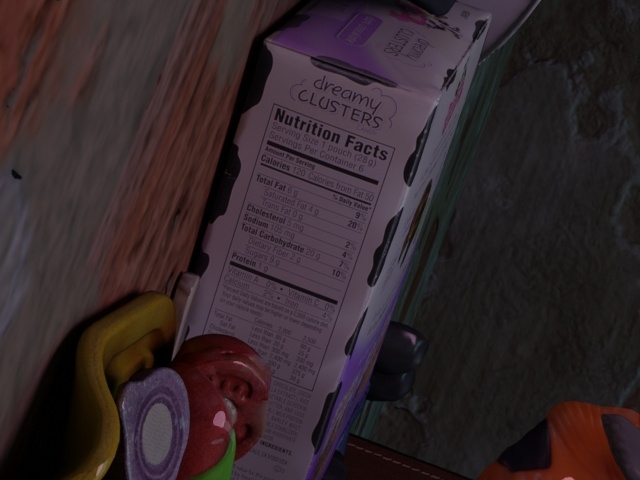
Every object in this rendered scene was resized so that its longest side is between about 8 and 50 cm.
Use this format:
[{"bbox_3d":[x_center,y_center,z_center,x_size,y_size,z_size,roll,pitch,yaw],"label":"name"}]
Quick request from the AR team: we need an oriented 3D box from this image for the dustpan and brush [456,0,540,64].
[{"bbox_3d":[0.110,-0.155,0.954,0.147,0.060,0.211,-68,-167,-23],"label":"dustpan and brush"}]

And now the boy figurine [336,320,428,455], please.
[{"bbox_3d":[-0.022,0.171,0.993,0.177,0.092,0.285,104,4,-60],"label":"boy figurine"}]

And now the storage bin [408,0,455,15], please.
[{"bbox_3d":[0.047,-0.135,0.669,0.091,0.098,0.135,-61,175,8],"label":"storage bin"}]

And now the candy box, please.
[{"bbox_3d":[0.000,0.000,0.734,0.165,0.070,0.196,-54,163,-69],"label":"candy box"}]

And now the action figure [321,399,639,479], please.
[{"bbox_3d":[0.039,0.184,0.702,0.330,0.178,0.341,-43,-176,27],"label":"action figure"}]

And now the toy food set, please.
[{"bbox_3d":[-0.048,0.086,0.573,0.218,0.071,0.128,-43,152,-78],"label":"toy food set"}]

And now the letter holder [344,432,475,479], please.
[{"bbox_3d":[0.074,0.268,1.144,0.152,0.302,0.214,87,24,-75],"label":"letter holder"}]
